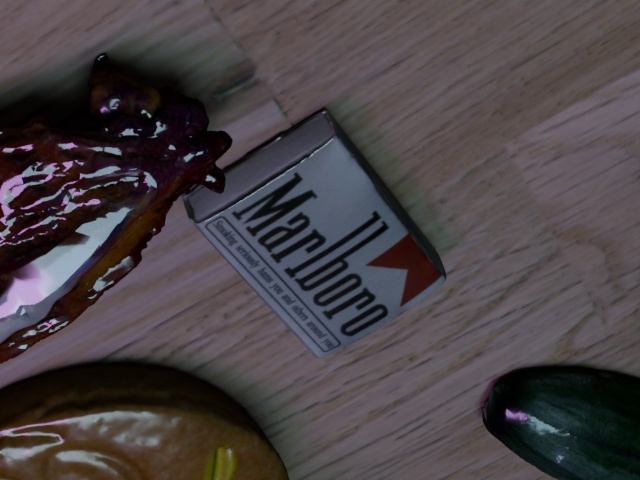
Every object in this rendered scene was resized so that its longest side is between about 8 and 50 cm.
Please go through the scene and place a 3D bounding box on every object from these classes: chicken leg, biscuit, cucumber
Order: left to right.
[{"bbox_3d":[-0.241,0.020,0.997,0.407,0.096,0.158,-20,131,0],"label":"chicken leg"},{"bbox_3d":[-0.223,0.238,1.221,0.394,0.070,0.350,-41,133,18],"label":"biscuit"},{"bbox_3d":[0.233,0.169,1.347,0.244,0.063,0.115,18,122,-32],"label":"cucumber"}]

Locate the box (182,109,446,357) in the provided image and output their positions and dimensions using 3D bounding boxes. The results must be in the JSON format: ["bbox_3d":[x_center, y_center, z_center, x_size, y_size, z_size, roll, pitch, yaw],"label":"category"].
[{"bbox_3d":[0.000,0.000,1.111,0.115,0.036,0.177,-32,134,9],"label":"box"}]
